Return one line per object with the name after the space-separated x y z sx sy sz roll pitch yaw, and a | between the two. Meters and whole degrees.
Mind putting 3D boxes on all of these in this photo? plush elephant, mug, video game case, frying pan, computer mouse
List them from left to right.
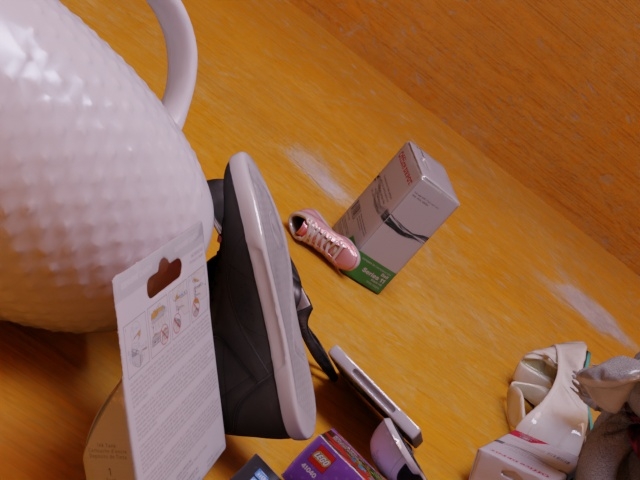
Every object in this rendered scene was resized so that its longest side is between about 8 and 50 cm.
-0.247 -0.105 0.907 0.276 0.374 0.328 8 -24 47 | mug
-0.044 0.059 1.153 0.326 0.053 0.197 57 5 -12 | frying pan
0.071 0.197 1.215 0.143 0.019 0.157 44 -7 16 | video game case
0.089 0.256 1.122 0.106 0.042 0.193 62 1 32 | computer mouse
0.451 0.244 1.247 0.271 0.255 0.330 -16 56 -15 | plush elephant

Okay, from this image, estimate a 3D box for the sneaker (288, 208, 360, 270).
0.000 0.000 1.548 0.134 0.051 0.070 46 23 23 | sneaker

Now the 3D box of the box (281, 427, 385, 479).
0.091 0.309 0.965 0.293 0.057 0.201 44 -4 9 | box

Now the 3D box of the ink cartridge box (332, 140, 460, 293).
0.121 -0.040 1.610 0.086 0.208 0.153 33 22 -20 | ink cartridge box

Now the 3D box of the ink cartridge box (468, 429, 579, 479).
0.279 0.316 1.322 0.109 0.063 0.150 21 11 29 | ink cartridge box

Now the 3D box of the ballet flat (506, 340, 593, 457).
0.376 0.248 1.615 0.139 0.139 0.400 41 21 0 | ballet flat

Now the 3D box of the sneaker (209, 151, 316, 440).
-0.102 0.064 0.989 0.104 0.146 0.296 6 73 -77 | sneaker

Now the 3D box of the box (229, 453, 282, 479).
-0.046 0.331 0.764 0.242 0.076 0.307 44 20 8 | box

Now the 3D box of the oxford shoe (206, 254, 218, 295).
-0.107 0.061 1.169 0.097 0.098 0.271 40 20 0 | oxford shoe

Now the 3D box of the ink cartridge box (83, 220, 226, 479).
-0.146 0.118 0.847 0.189 0.066 0.233 -46 130 -69 | ink cartridge box
